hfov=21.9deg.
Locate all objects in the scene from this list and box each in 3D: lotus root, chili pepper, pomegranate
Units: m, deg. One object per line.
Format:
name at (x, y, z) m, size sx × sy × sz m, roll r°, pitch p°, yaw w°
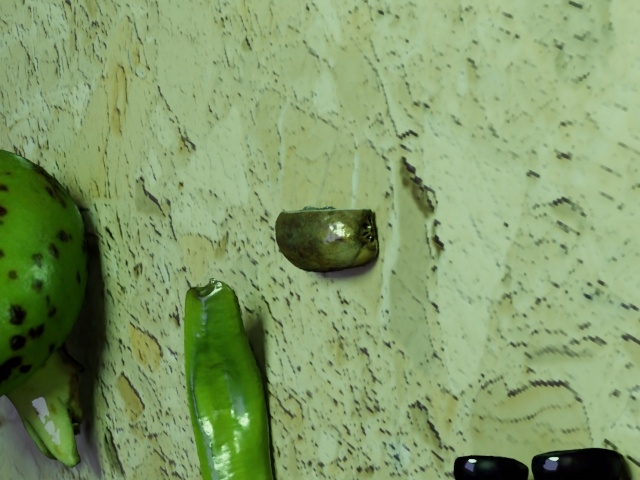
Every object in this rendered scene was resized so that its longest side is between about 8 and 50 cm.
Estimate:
lotus root at (-0.002, 0.000, 0.930) m, size 0.083 × 0.030 × 0.037 m, roll 2°, pitch 97°, yaw 59°
chili pepper at (-0.053, 0.124, 1.013) m, size 0.052 × 0.050 × 0.201 m, roll -12°, pitch 87°, yaw 19°
pomegranate at (-0.253, 0.050, 1.219) m, size 0.263 × 0.211 × 0.211 m, roll 48°, pitch 154°, yaw -19°

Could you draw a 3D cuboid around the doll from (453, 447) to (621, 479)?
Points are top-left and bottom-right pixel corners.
doll at (0.100, 0.219, 0.740) m, size 0.127 × 0.088 × 0.248 m, roll 145°, pitch 125°, yaw -75°
